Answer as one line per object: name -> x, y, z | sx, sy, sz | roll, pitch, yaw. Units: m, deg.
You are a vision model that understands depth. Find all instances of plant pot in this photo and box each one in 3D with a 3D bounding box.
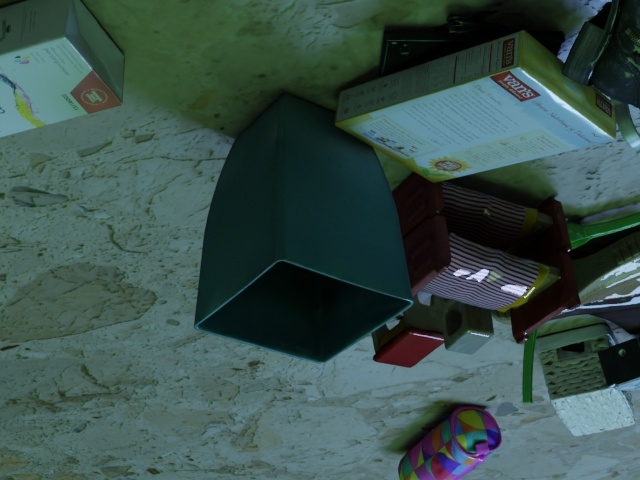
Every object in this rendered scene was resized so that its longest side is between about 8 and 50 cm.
plant pot -> -0.022, -0.021, 1.321 | 0.165, 0.234, 0.165 | 19, 142, -30

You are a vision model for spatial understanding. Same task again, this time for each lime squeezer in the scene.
lime squeezer -> 0.310, 0.051, 1.556 | 0.110, 0.310, 0.059 | 36, -174, 5

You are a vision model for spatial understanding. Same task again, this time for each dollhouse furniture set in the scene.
dollhouse furniture set -> 0.130, 0.075, 1.564 | 0.201, 0.152, 0.374 | 14, 145, -24

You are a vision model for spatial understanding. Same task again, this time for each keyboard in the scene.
keyboard -> 0.152, -0.195, 1.254 | 0.180, 0.023, 0.108 | -1, 155, -4

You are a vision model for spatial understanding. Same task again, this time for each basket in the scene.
basket -> 0.397, 0.212, 1.852 | 0.113, 0.103, 0.167 | -15, 145, 18

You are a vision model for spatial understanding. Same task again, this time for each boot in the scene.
boot -> 0.359, -0.177, 1.101 | 0.229, 0.091, 0.263 | 34, 138, 12
boot -> 0.373, 0.088, 1.660 | 0.248, 0.090, 0.207 | -24, 141, 25

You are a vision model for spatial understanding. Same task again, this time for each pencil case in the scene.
pencil case -> 0.215, 0.365, 2.094 | 0.104, 0.104, 0.236 | 8, 146, -16

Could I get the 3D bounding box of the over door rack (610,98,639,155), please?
over door rack -> 0.467, -0.144, 1.297 | 0.239, 0.108, 0.324 | -23, 157, 30

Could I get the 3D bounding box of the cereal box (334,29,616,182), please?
cereal box -> 0.159, -0.130, 1.282 | 0.240, 0.047, 0.173 | -12, 151, 42

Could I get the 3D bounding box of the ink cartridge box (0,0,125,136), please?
ink cartridge box -> -0.307, -0.165, 1.227 | 0.198, 0.067, 0.115 | -13, 147, 17

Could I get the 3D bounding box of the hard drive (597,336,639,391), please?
hard drive -> 0.586, 0.134, 1.719 | 0.339, 0.064, 0.237 | -27, 158, 32
